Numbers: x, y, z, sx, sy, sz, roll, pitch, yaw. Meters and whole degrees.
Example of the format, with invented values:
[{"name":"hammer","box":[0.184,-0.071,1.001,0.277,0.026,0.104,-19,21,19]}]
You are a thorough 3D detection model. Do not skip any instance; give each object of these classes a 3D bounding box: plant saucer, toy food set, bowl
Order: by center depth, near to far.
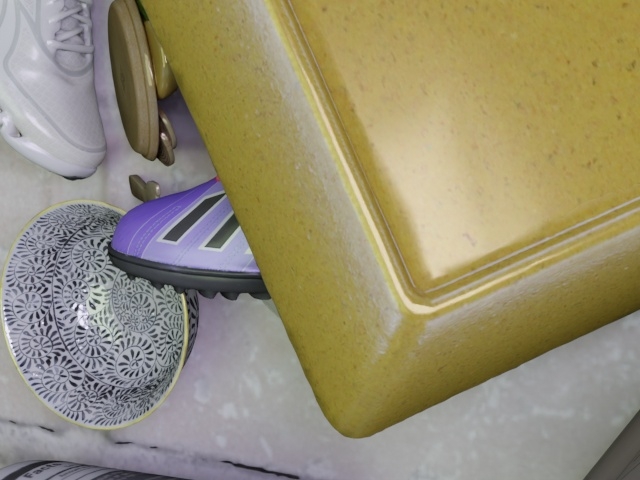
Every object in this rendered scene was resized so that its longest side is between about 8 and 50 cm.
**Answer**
[{"name":"plant saucer","box":[0.097,-0.108,0.508,0.332,0.081,0.333,-24,89,-7]},{"name":"toy food set","box":[-0.123,-0.118,0.711,0.132,0.038,0.192,-150,51,-67]},{"name":"bowl","box":[-0.151,0.050,0.747,0.170,0.080,0.170,3,97,26]}]

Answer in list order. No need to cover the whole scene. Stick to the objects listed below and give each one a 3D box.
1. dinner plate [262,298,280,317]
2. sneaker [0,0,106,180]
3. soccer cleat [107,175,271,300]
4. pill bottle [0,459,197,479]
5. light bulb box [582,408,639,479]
[{"name":"dinner plate","box":[0.000,0.000,0.705,0.141,0.017,0.141,4,99,26]},{"name":"sneaker","box":[-0.218,-0.189,0.745,0.118,0.110,0.292,-22,87,17]},{"name":"soccer cleat","box":[0.018,-0.033,0.613,0.318,0.108,0.116,-3,106,12]},{"name":"pill bottle","box":[-0.157,0.270,0.704,0.363,0.210,0.210,1,96,26]},{"name":"light bulb box","box":[0.280,0.178,0.372,0.361,0.358,0.225,42,144,16]}]
